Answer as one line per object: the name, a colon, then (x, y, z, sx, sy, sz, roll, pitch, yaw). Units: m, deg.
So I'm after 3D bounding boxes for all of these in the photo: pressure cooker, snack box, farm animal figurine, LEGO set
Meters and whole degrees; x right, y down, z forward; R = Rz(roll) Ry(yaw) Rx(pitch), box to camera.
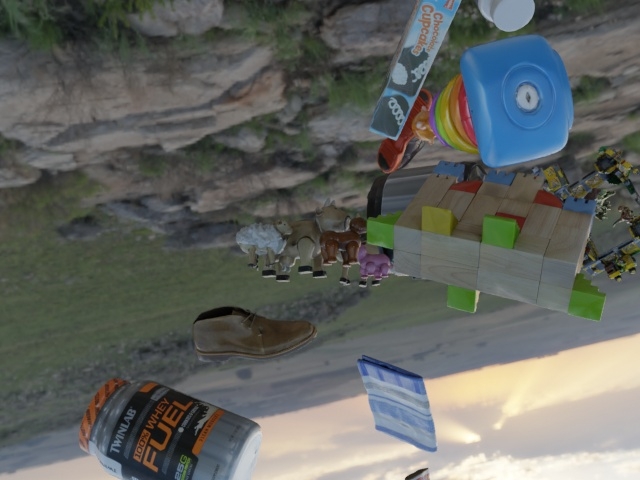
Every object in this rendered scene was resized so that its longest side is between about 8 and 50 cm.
pressure cooker: (0.339, -0.068, 2.279, 0.420, 0.376, 0.370, -5, 163, 29)
snack box: (0.175, -0.354, 1.194, 0.060, 0.187, 0.322, 20, 135, -3)
farm animal figurine: (0.000, 0.000, 1.589, 0.326, 0.172, 0.330, -3, 166, 10)
LEGO set: (0.623, -0.087, 1.593, 0.255, 0.331, 0.192, -29, 134, 33)

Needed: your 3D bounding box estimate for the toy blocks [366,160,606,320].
toy blocks: (0.306, -0.025, 1.178, 0.381, 0.191, 0.261, 13, -142, 24)

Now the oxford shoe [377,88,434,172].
oxford shoe: (0.246, -0.302, 1.870, 0.098, 0.097, 0.271, -15, 150, -35)

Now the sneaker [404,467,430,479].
sneaker: (0.254, 0.623, 1.752, 0.042, 0.067, 0.118, -19, 166, 29)

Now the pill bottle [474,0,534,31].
pill bottle: (0.374, -0.520, 1.431, 0.112, 0.187, 0.112, -4, 138, -4)

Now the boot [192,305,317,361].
boot: (-0.163, 0.216, 1.660, 0.305, 0.115, 0.112, -7, -158, 8)

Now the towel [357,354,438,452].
towel: (0.208, 0.444, 1.855, 0.209, 0.285, 0.034, 13, -139, 38)

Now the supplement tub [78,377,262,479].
supplement tub: (-0.289, 0.392, 1.333, 0.316, 0.194, 0.193, 18, 171, 11)

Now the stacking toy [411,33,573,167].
stacking toy: (0.233, -0.198, 1.091, 0.165, 0.175, 0.302, -16, -174, -21)
